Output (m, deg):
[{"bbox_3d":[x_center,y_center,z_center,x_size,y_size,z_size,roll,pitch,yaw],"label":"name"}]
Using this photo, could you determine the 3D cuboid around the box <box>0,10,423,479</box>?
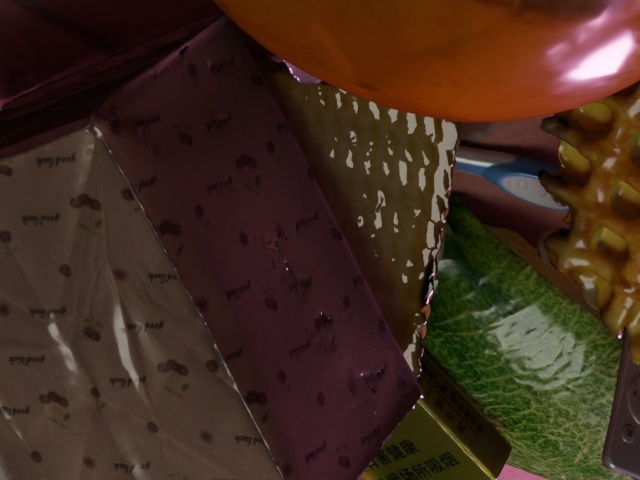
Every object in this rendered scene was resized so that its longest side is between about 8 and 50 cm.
[{"bbox_3d":[-0.111,0.044,1.068,0.225,0.190,0.297,-17,109,33],"label":"box"}]

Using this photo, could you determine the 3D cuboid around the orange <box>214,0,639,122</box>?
[{"bbox_3d":[0.057,-0.201,0.641,0.312,0.312,0.312,6,149,3],"label":"orange"}]

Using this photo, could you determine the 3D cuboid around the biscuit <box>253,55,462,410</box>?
[{"bbox_3d":[0.000,0.000,1.134,0.172,0.029,0.254,14,123,9],"label":"biscuit"}]

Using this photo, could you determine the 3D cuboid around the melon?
[{"bbox_3d":[0.173,0.091,1.269,0.196,0.124,0.323,-26,137,35],"label":"melon"}]

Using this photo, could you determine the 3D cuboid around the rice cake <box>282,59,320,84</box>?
[{"bbox_3d":[-0.017,-0.162,0.975,0.047,0.036,0.206,-3,147,9],"label":"rice cake"}]

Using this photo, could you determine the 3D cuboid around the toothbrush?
[{"bbox_3d":[0.140,-0.039,1.140,0.386,0.040,0.040,10,149,-3],"label":"toothbrush"}]

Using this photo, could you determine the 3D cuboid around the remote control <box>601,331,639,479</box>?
[{"bbox_3d":[0.233,0.081,1.183,0.050,0.184,0.027,24,159,-25],"label":"remote control"}]

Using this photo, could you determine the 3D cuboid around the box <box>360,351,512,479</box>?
[{"bbox_3d":[-0.016,0.085,1.259,0.311,0.043,0.173,47,137,-13],"label":"box"}]

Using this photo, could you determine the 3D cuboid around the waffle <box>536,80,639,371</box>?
[{"bbox_3d":[0.274,-0.012,0.998,0.329,0.062,0.329,23,129,31],"label":"waffle"}]
